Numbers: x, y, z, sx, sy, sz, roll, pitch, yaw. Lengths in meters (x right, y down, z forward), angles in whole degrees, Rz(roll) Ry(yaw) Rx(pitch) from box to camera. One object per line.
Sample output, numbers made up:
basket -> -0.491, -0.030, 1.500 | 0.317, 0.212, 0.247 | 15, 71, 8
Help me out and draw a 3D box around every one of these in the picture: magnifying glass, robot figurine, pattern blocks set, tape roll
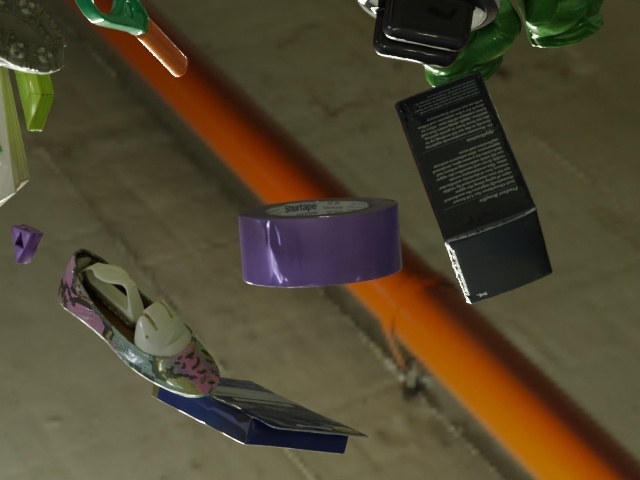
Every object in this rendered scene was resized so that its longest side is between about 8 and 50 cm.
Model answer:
magnifying glass -> -0.216, -0.256, 1.873 | 0.026, 0.231, 0.092 | -9, -120, 26
robot figurine -> 0.127, -0.343, 1.884 | 0.209, 0.278, 0.173 | -4, 161, 43
pattern blocks set -> -0.370, -0.110, 1.800 | 0.026, 0.285, 0.325 | 1, -122, -39
tape roll -> 0.000, 0.000, 1.930 | 0.189, 0.080, 0.189 | -3, -172, 0

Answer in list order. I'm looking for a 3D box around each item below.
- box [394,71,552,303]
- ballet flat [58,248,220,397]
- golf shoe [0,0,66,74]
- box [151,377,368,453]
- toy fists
box -> 0.175, -0.059, 1.885 | 0.108, 0.153, 0.207 | -21, -121, 3
ballet flat -> -0.194, 0.081, 1.737 | 0.221, 0.079, 0.077 | 35, -133, 27
golf shoe -> -0.313, -0.188, 1.463 | 0.176, 0.086, 0.069 | 22, -118, -27
box -> -0.067, 0.190, 1.787 | 0.136, 0.037, 0.225 | 11, -177, -39
toy fists -> 0.245, -0.296, 2.108 | 0.279, 0.142, 0.096 | -23, -140, -9
